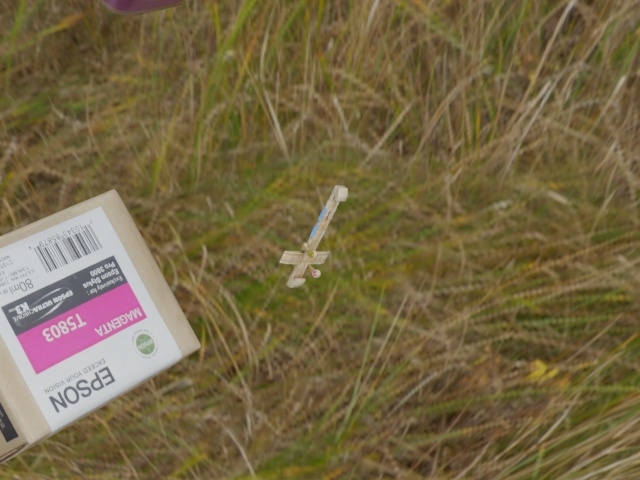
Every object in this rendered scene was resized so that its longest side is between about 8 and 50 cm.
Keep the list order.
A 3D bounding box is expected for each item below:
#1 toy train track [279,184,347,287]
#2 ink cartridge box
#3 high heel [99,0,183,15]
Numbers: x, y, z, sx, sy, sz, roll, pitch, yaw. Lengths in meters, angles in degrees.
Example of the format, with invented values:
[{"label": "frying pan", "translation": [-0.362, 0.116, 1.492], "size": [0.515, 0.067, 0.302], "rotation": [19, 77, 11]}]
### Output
[{"label": "toy train track", "translation": [0.000, 0.000, 0.964], "size": [0.014, 0.048, 0.083], "rotation": [40, 115, 33]}, {"label": "ink cartridge box", "translation": [-0.260, 0.079, 1.354], "size": [0.235, 0.088, 0.193], "rotation": [-29, 89, -45]}, {"label": "high heel", "translation": [-0.015, -0.301, 1.184], "size": [0.377, 0.181, 0.127], "rotation": [-30, 85, -27]}]
